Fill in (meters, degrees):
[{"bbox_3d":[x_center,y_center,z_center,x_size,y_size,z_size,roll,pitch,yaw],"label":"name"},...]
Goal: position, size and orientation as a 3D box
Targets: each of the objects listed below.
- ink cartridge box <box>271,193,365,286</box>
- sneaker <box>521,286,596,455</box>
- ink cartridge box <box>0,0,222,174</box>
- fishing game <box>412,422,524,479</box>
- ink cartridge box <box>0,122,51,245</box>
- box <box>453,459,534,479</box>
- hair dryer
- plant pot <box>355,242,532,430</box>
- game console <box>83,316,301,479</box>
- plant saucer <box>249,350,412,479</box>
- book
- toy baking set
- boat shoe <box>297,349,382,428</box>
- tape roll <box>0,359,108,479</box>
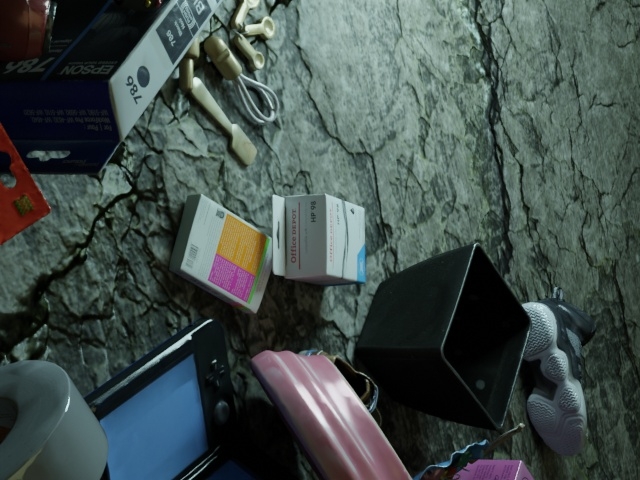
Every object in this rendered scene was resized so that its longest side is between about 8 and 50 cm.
[{"bbox_3d":[0.000,0.000,1.740,0.180,0.060,0.104,15,73,-68],"label":"ink cartridge box"},{"bbox_3d":[0.405,0.210,2.269,0.153,0.101,0.268,-29,106,-49],"label":"sneaker"},{"bbox_3d":[-0.222,-0.198,1.405,0.332,0.165,0.065,-64,143,-38],"label":"ink cartridge box"},{"bbox_3d":[0.150,0.326,1.838,0.264,0.189,0.041,-16,69,-42],"label":"fishing game"},{"bbox_3d":[-0.345,-0.031,1.261,0.179,0.045,0.145,-36,118,-20],"label":"ink cartridge box"},{"bbox_3d":[0.265,0.481,2.024,0.243,0.117,0.213,58,43,-32],"label":"box"},{"bbox_3d":[-0.319,-0.246,1.322,0.294,0.224,0.080,-20,135,-42],"label":"hair dryer"},{"bbox_3d":[0.160,0.138,1.887,0.187,0.167,0.188,51,46,-37],"label":"plant pot"},{"bbox_3d":[-0.122,0.255,1.464,0.293,0.173,0.250,-36,126,-51],"label":"game console"},{"bbox_3d":[0.037,0.257,1.587,0.084,0.332,0.332,-33,119,-7],"label":"plant saucer"},{"bbox_3d":[-0.115,0.018,1.640,0.144,0.035,0.096,35,61,-46],"label":"book"},{"bbox_3d":[-0.111,-0.229,1.681,0.197,0.030,0.256,15,73,-53],"label":"toy baking set"},{"bbox_3d":[0.037,0.205,1.791,0.183,0.066,0.066,44,51,-41],"label":"boat shoe"},{"bbox_3d":[-0.298,0.201,1.197,0.219,0.219,0.072,-54,127,-43],"label":"tape roll"}]
